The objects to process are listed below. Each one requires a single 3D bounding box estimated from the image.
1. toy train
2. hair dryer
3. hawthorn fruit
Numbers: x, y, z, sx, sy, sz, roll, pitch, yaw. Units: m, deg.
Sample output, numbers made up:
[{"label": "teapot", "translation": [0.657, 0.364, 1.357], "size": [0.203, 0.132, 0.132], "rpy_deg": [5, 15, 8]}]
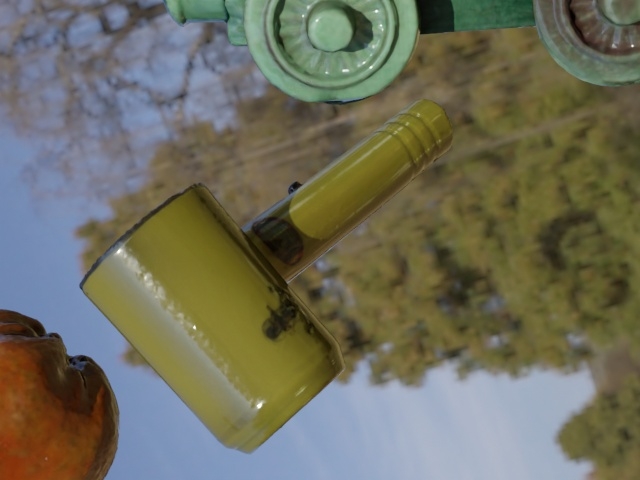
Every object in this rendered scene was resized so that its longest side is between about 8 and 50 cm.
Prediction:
[{"label": "toy train", "translation": [0.067, -0.188, 0.751], "size": [0.150, 0.304, 0.221], "rpy_deg": [-91, -4, -66]}, {"label": "hair dryer", "translation": [0.000, 0.000, 0.933], "size": [0.135, 0.090, 0.279], "rpy_deg": [47, -130, 5]}, {"label": "hawthorn fruit", "translation": [-0.307, 0.195, 1.432], "size": [0.224, 0.261, 0.224], "rpy_deg": [40, -179, -1]}]
